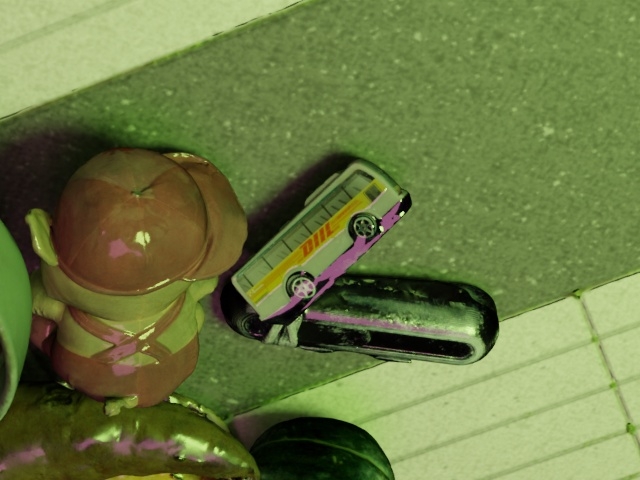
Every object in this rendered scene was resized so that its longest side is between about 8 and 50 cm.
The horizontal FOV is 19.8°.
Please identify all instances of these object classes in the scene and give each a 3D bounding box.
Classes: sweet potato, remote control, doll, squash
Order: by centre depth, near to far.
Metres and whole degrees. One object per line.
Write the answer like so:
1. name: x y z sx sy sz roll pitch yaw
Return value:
1. doll: -0.166 0.023 1.603 0.196 0.152 0.256 -35 150 -35
2. sweet potato: -0.270 0.189 1.709 0.422 0.130 0.130 -5 128 10
3. remote control: 0.039 0.077 1.718 0.266 0.066 0.090 4 122 -10
4. squash: -0.012 0.274 1.773 0.172 0.218 0.218 -3 128 -12

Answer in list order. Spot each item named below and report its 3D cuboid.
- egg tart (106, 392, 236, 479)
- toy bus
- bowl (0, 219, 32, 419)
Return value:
1. egg tart: -0.178 0.244 1.812 0.212 0.090 0.213 -5 126 -7
2. toy bus: 0.000 0.000 1.639 0.172 0.057 0.072 -44 89 11
3. bowl: -0.360 0.025 1.562 0.289 0.146 0.289 13 134 14
